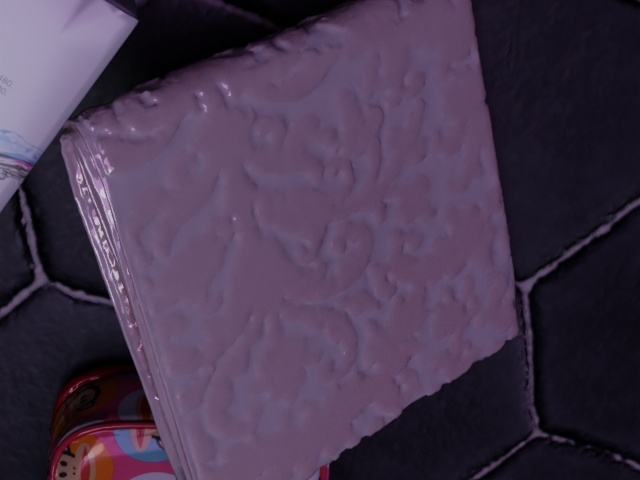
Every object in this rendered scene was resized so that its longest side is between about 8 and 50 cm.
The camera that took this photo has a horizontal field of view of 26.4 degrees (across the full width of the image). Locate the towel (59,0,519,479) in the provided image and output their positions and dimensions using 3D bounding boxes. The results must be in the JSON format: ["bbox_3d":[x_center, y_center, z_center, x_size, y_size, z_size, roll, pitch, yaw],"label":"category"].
[{"bbox_3d":[0.000,0.000,0.974,0.332,0.053,0.317,-28,119,-31],"label":"towel"}]

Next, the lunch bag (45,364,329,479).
[{"bbox_3d":[-0.093,0.246,1.101,0.258,0.120,0.293,3,112,-12],"label":"lunch bag"}]

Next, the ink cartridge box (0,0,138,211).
[{"bbox_3d":[-0.274,-0.113,0.871,0.197,0.198,0.270,34,104,-21],"label":"ink cartridge box"}]
